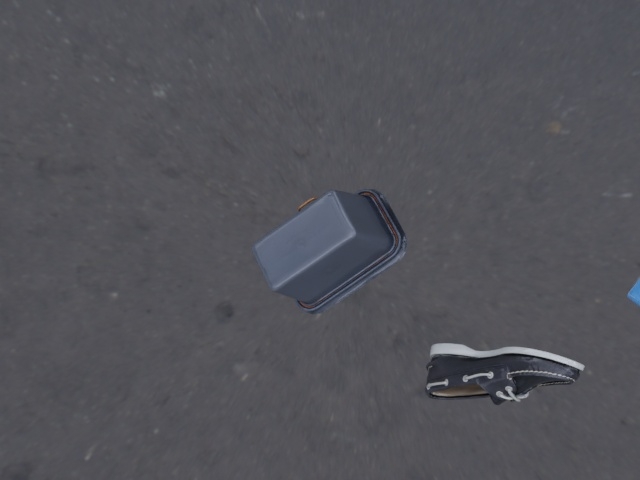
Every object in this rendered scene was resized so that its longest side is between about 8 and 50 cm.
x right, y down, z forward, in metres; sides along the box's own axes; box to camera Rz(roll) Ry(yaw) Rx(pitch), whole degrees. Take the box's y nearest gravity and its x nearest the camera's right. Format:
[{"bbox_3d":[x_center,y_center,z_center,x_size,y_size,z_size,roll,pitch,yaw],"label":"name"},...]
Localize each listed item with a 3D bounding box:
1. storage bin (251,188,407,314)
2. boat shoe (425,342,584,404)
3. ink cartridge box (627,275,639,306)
[{"bbox_3d":[0.000,0.000,1.202,0.135,0.091,0.098,-34,68,18],"label":"storage bin"},{"bbox_3d":[0.122,0.094,0.833,0.125,0.046,0.038,-1,67,43],"label":"boat shoe"},{"bbox_3d":[0.450,0.083,1.064,0.307,0.223,0.129,38,107,21],"label":"ink cartridge box"}]
